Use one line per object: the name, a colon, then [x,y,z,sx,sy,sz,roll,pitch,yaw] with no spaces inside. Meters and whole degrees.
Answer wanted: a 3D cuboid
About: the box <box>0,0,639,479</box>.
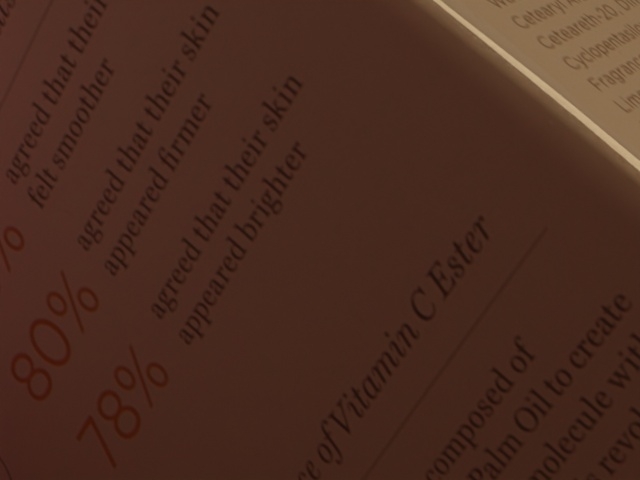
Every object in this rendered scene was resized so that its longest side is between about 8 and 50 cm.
box: [0.000,0.000,0.453,0.345,0.215,0.168,41,33,14]
